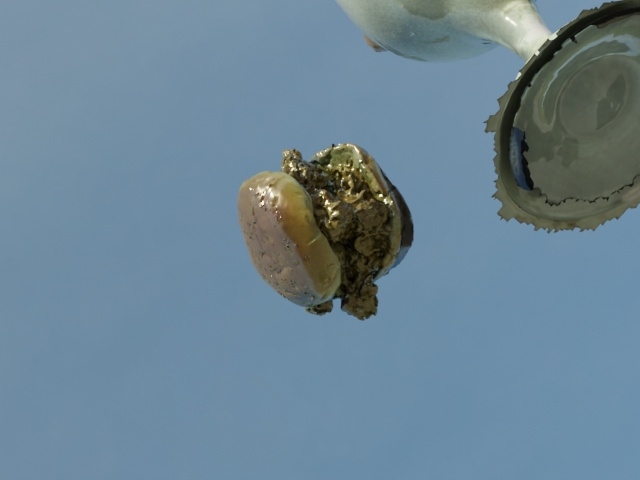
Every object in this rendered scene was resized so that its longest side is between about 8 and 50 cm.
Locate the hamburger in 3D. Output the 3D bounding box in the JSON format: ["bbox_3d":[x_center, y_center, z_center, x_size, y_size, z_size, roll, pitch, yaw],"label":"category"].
[{"bbox_3d":[0.000,0.000,1.313,0.131,0.159,0.185,-24,-108,-35],"label":"hamburger"}]

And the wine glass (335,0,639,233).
[{"bbox_3d":[0.091,-0.145,0.804,0.143,0.321,0.143,-14,-48,-17],"label":"wine glass"}]

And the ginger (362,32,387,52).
[{"bbox_3d":[0.057,-0.282,1.296,0.081,0.148,0.334,-15,-121,-37],"label":"ginger"}]
